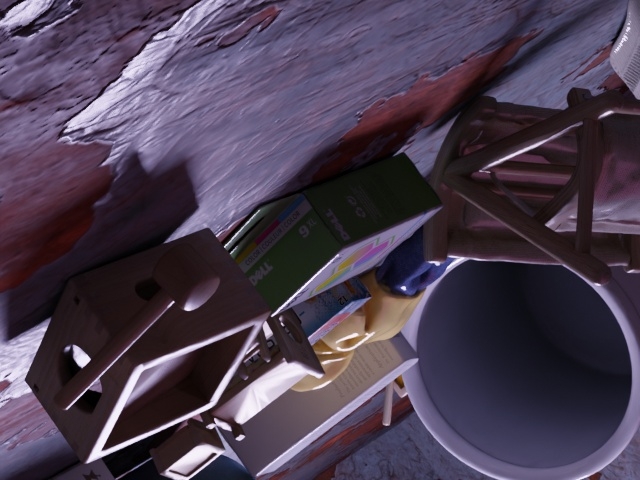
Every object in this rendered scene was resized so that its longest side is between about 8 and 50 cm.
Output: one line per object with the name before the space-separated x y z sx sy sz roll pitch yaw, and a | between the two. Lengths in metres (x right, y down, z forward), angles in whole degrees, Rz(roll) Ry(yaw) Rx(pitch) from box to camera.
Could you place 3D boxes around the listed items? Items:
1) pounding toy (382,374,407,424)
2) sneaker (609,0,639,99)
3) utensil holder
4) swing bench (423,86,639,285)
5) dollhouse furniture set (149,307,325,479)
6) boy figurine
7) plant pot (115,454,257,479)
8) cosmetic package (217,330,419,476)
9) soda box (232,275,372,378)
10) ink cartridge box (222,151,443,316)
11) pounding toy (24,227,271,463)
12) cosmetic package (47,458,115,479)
pounding toy | 0.119 0.157 2.357 0.100 0.130 0.141 -25 165 -47
sneaker | 0.369 -0.205 1.564 0.148 0.131 0.350 -34 180 -2
utensil holder | 0.332 0.105 2.243 0.327 0.327 0.385 -42 172 32
swing bench | 0.265 -0.045 1.500 0.253 0.165 0.255 3 -177 -31
dollhouse furniture set | -0.124 0.117 1.574 0.182 0.101 0.161 -38 145 15
boy figurine | 0.057 0.057 1.805 0.285 0.092 0.177 -41 169 31
plant pot | -0.158 0.396 2.007 0.248 0.247 0.252 -28 -176 -39
cosmetic package | -0.012 0.162 1.982 0.231 0.117 0.085 -37 168 13
soda box | -0.040 0.088 1.696 0.183 0.063 0.058 -40 169 19
ink cartridge box | 0.000 0.000 1.429 0.109 0.062 0.209 -43 168 37
pounding toy | -0.133 0.054 1.180 0.181 0.094 0.206 -21 154 -39
cosmetic package | -0.323 0.419 1.896 0.155 0.197 0.365 -25 163 -44
